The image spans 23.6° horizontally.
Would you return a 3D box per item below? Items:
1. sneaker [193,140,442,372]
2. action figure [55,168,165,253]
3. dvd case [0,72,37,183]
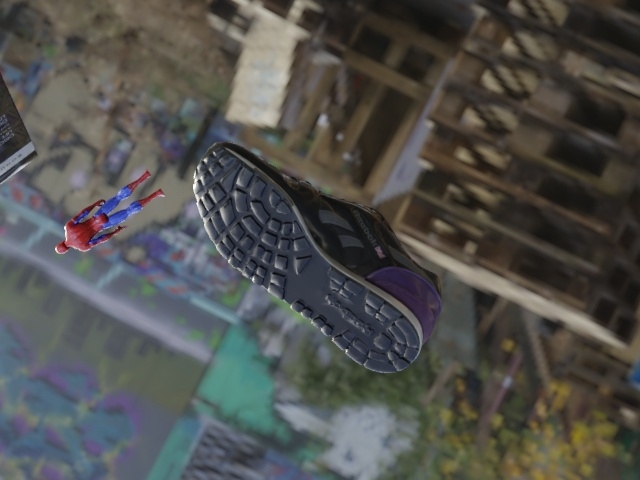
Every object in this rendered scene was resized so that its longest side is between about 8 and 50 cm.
[{"bbox_3d":[0.000,0.000,1.510,0.283,0.107,0.124,44,-140,-5],"label":"sneaker"},{"bbox_3d":[-0.203,-0.022,1.457,0.038,0.115,0.030,56,177,-4],"label":"action figure"},{"bbox_3d":[-0.218,-0.037,0.704,0.018,0.164,0.221,49,168,14],"label":"dvd case"}]
